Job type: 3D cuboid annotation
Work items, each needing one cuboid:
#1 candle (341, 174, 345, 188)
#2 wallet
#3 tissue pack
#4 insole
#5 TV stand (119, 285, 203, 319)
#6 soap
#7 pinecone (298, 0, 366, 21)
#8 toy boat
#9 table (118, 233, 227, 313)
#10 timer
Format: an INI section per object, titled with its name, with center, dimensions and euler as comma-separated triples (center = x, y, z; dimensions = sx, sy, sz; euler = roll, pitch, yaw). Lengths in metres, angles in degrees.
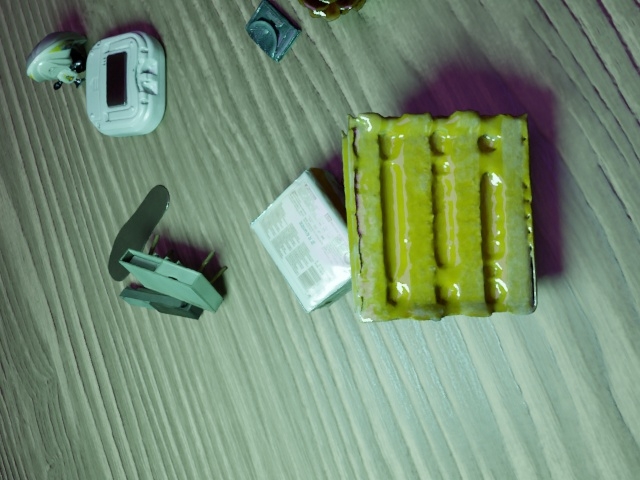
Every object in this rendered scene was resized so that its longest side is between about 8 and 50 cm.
[candle]
center = 0.105, -0.079, 0.965
dimensions = 0.162, 0.048, 0.053
euler = 40, 139, 20
[wallet]
center = -0.112, -0.468, 1.083
dimensions = 0.129, 0.026, 0.088
euler = 49, 112, 19
[tissue pack]
center = 0.000, 0.000, 0.982
dimensions = 0.185, 0.124, 0.225
euler = -40, 75, 23
[insole]
center = -0.502, -0.018, 1.327
dimensions = 0.111, 0.007, 0.328
euler = 46, 112, 18
[TV stand]
center = -0.413, 0.159, 1.255
dimensions = 0.256, 0.049, 0.040
euler = 4, 56, 30
[soap]
center = 0.189, -0.040, 0.807
dimensions = 0.293, 0.156, 0.336
euler = -5, 89, -4
[pinecone]
center = 0.016, -0.545, 0.870
dimensions = 0.246, 0.292, 0.247
euler = 1, 99, 6
[toy boat]
center = -0.700, -0.482, 1.312
dimensions = 0.141, 0.140, 0.269
euler = -53, 34, 20
[table]
center = -0.341, 0.069, 1.172
dimensions = 0.240, 0.122, 0.111
euler = 15, 60, 28
[timer]
center = -0.514, -0.410, 1.274
dimensions = 0.236, 0.087, 0.262
euler = 1, 91, 29
